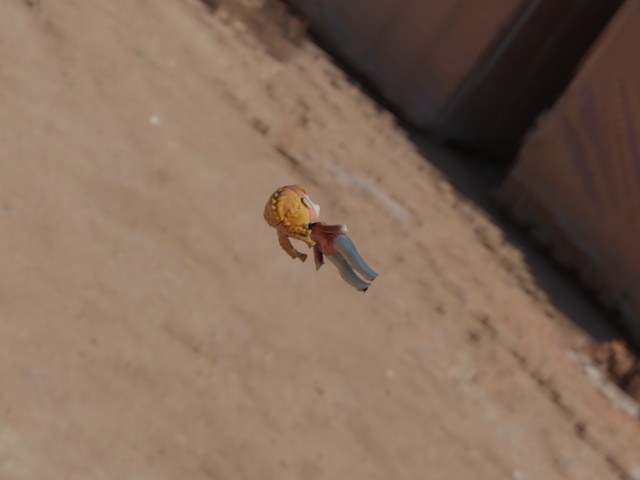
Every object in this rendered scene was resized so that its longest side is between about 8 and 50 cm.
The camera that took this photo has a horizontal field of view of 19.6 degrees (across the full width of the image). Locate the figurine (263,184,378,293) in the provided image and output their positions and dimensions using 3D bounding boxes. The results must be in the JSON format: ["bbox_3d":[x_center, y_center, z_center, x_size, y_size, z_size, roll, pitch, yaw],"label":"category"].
[{"bbox_3d":[0.000,0.000,1.495,0.109,0.064,0.047,43,47,7],"label":"figurine"}]
